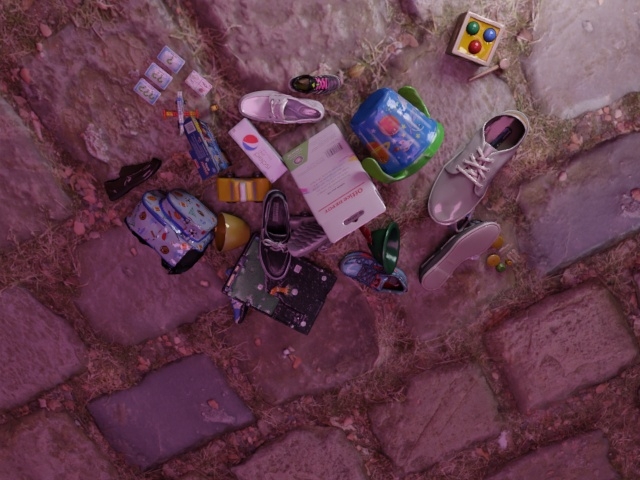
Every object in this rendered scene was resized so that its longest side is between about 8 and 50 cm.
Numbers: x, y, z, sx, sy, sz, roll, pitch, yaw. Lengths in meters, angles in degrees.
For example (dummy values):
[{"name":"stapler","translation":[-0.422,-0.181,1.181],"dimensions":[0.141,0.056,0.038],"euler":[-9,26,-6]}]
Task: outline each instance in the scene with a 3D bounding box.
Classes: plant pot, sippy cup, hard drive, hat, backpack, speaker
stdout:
[{"name":"plant pot","translation":[-0.295,-0.027,1.817],"dimensions":[0.095,0.134,0.134],"euler":[1,110,-27]},{"name":"sippy cup","translation":[0.221,-0.341,1.656],"dimensions":[0.240,0.305,0.224],"euler":[-40,115,23]},{"name":"hard drive","translation":[-0.140,0.152,1.862],"dimensions":[0.339,0.064,0.237],"euler":[29,85,-17]},{"name":"hat","translation":[0.168,0.008,1.870],"dimensions":[0.184,0.173,0.208],"euler":[5,78,24]},{"name":"backpack","translation":[-0.478,-0.049,1.730],"dimensions":[0.263,0.276,0.213],"euler":[34,99,-6]},{"name":"speaker","translation":[0.543,-0.002,1.893],"dimensions":[0.055,0.055,0.136],"euler":[1,108,-3]}]

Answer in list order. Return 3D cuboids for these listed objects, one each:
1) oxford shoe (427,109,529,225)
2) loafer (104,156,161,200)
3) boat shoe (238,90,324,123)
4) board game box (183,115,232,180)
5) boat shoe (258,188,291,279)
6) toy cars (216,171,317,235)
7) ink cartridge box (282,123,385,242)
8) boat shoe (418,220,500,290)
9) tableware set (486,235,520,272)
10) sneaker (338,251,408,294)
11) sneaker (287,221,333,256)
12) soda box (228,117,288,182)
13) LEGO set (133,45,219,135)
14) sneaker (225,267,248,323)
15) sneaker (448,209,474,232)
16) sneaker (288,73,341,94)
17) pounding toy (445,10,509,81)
[{"name":"oxford shoe","translation":[0.508,-0.243,1.752],"dimensions":[0.169,0.130,0.449],"euler":[41,101,10]},{"name":"loafer","translation":[-0.621,-0.212,1.753],"dimensions":[0.220,0.080,0.078],"euler":[-32,107,8]},{"name":"boat shoe","translation":[-0.124,-0.421,1.700],"dimensions":[0.277,0.096,0.098],"euler":[2,109,-3]},{"name":"board game box","translation":[-0.356,-0.282,1.706],"dimensions":[0.060,0.194,0.194],"euler":[-26,87,9]},{"name":"boat shoe","translation":[-0.140,-0.009,1.744],"dimensions":[0.113,0.105,0.306],"euler":[4,105,-10]},{"name":"toy cars","translation":[-0.177,-0.104,1.807],"dimensions":[0.394,0.087,0.176],"euler":[39,103,-14]},{"name":"ink cartridge box","translation":[0.054,-0.164,1.680],"dimensions":[0.207,0.119,0.353],"euler":[-32,66,8]},{"name":"boat shoe","translation":[0.464,0.035,1.853],"dimensions":[0.112,0.095,0.335],"euler":[35,113,-25]},{"name":"tableware set","translation":[0.635,0.044,1.931],"dimensions":[0.154,0.024,0.104],"euler":[41,105,-15]},{"name":"sneaker","translation":[0.192,0.120,1.879],"dimensions":[0.262,0.125,0.104],"euler":[17,106,-8]},{"name":"sneaker","translation":[0.000,0.000,1.771],"dimensions":[0.105,0.281,0.115],"euler":[21,125,32]},{"name":"soda box","translation":[-0.197,-0.293,1.742],"dimensions":[0.074,0.069,0.216],"euler":[-39,99,10]},{"name":"LEGO set","translation":[-0.448,-0.460,1.695],"dimensions":[0.244,0.060,0.182],"euler":[40,106,-14]},{"name":"sneaker","translation":[-0.297,0.193,1.911],"dimensions":[0.081,0.080,0.211],"euler":[3,98,3]},{"name":"sneaker","translation":[0.505,-0.109,1.842],"dimensions":[0.071,0.083,0.190],"euler":[17,105,-6]},{"name":"sneaker","translation":[-0.017,-0.492,1.693],"dimensions":[0.170,0.075,0.063],"euler":[0,108,-3]},{"name":"pounding toy","translation":[0.508,-0.587,1.678],"dimensions":[0.206,0.094,0.181],"euler":[18,106,-8]}]
